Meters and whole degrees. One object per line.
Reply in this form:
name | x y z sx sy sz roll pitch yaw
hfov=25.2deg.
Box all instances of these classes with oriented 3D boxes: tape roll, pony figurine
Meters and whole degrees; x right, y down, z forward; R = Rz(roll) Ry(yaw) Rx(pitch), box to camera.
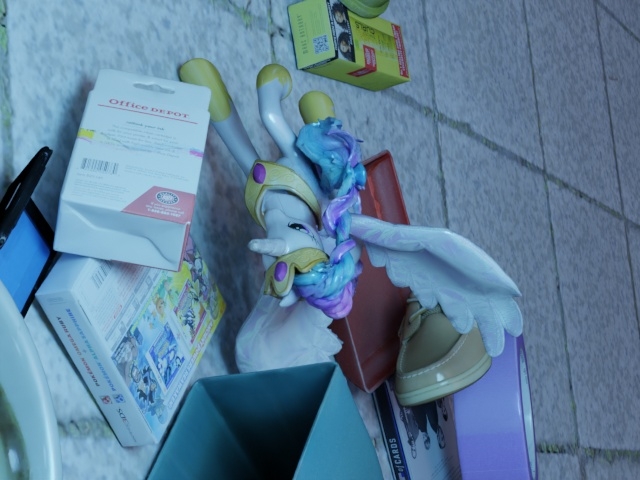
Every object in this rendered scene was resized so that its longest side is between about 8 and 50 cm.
tape roll | 0.241 0.241 1.966 0.275 0.090 0.274 -5 90 -79
pony figurine | 0.000 0.000 1.490 0.351 0.303 0.363 47 18 -42

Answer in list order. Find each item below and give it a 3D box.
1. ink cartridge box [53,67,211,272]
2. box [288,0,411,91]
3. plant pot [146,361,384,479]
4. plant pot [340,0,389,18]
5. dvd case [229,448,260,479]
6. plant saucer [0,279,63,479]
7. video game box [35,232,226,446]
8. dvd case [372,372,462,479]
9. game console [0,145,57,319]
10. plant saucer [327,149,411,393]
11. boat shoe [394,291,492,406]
ink cartridge box | -0.166 -0.068 1.304 0.198 0.115 0.067 -85 -172 -48
box | 0.041 -0.255 1.878 0.232 0.058 0.087 7 72 -63
plant pot | -0.029 0.267 1.396 0.234 0.165 0.165 62 32 -30
plant pot | 0.113 -0.461 1.824 0.276 0.254 0.276 45 31 -37
dvd case | -0.053 0.280 1.533 0.164 0.018 0.221 57 34 -36
plant saucer | -0.329 0.159 0.945 0.400 0.100 0.400 35 49 -54
video game box | -0.171 0.057 1.350 0.187 0.048 0.205 64 30 -29
dvd case | 0.138 0.270 1.896 0.179 0.030 0.238 -28 107 -63
game console | -0.246 0.001 1.208 0.071 0.107 0.122 34 44 -17
plant saucer | 0.055 0.035 1.808 0.259 0.048 0.258 -32 108 -63
boat shoe | 0.146 0.102 1.792 0.341 0.122 0.110 -57 126 -68
